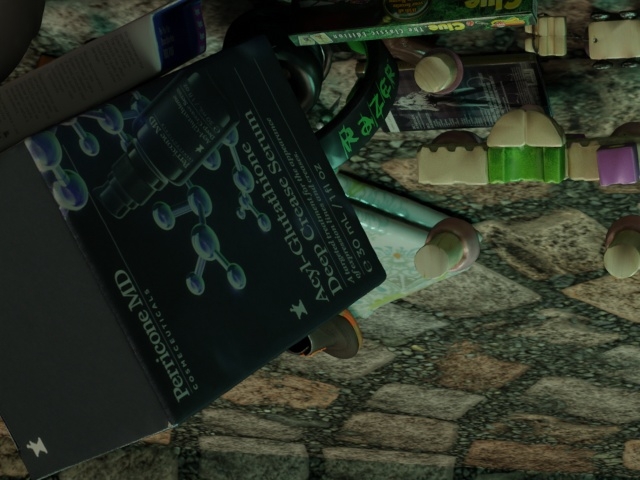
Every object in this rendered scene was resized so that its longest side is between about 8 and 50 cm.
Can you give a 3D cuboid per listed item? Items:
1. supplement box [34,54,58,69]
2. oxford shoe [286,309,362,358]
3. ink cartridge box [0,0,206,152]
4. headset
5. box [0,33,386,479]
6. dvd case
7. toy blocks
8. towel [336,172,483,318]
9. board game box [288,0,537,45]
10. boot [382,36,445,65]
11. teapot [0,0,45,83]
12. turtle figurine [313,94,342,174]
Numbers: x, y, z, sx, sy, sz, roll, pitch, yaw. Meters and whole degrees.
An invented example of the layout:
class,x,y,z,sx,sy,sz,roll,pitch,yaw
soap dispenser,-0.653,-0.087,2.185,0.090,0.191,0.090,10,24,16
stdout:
class,x,y,z,sx,sy,sz,roll,pitch,yaw
supplement box,-0.250,-0.165,2.282,0.233,0.078,0.080,12,155,-16
oxford shoe,-0.023,0.137,2.690,0.097,0.098,0.271,-11,152,30
ink cartridge box,-0.219,-0.180,1.891,0.330,0.071,0.324,-24,-173,9
headset,-0.099,-0.174,2.062,0.394,0.243,0.185,2,141,42
box,-0.165,0.006,1.787,0.212,0.293,0.395,-24,-174,38
dvd case,0.168,-0.181,2.229,0.221,0.018,0.164,-3,156,14
toy blocks,0.264,-0.118,2.131,0.289,0.308,0.260,0,-170,17
towel,0.000,0.000,2.614,0.375,0.090,0.320,19,151,-30
board game box,0.097,-0.276,1.871,0.260,0.136,0.030,-2,155,18
boot,0.109,-0.233,2.093,0.114,0.037,0.106,22,165,-28
teapot,-0.382,-0.270,1.926,0.187,0.256,0.252,-24,144,-30
turtle figurine,-0.043,-0.108,2.253,0.234,0.118,0.175,-11,177,-45
